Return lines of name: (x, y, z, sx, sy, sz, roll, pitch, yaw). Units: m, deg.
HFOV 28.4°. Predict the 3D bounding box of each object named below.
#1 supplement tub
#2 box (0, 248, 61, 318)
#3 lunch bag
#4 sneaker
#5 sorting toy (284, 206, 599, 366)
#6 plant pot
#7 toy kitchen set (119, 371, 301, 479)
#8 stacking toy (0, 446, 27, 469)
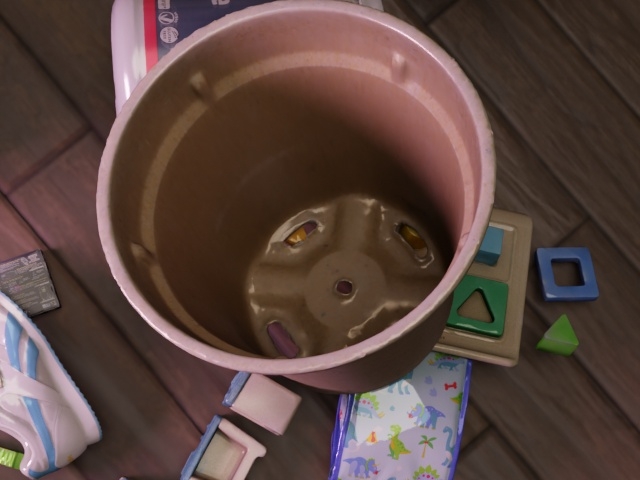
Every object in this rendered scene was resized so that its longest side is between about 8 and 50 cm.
supplement tub: (-0.075, -0.173, 1.315, 0.272, 0.191, 0.191, -3, 82, -6)
box: (-0.326, 0.054, 1.345, 0.083, 0.018, 0.067, -20, 84, -8)
lunch bag: (0.082, 0.190, 1.323, 0.128, 0.096, 0.151, 10, 71, -4)
sneaker: (-0.319, 0.134, 1.280, 0.092, 0.087, 0.229, -37, 95, -24)
sorting toy: (0.133, 0.027, 1.344, 0.347, 0.047, 0.196, 12, 59, -3)
plant pot: (0.000, 0.000, 1.169, 0.333, 0.305, 0.334, -3, 69, 9)
toy kitchen set: (-0.124, 0.220, 1.263, 0.122, 0.166, 0.207, 28, 80, -1)
stacking toy: (-0.428, 0.270, 1.287, 0.221, 0.052, 0.167, 16, 80, -3)
